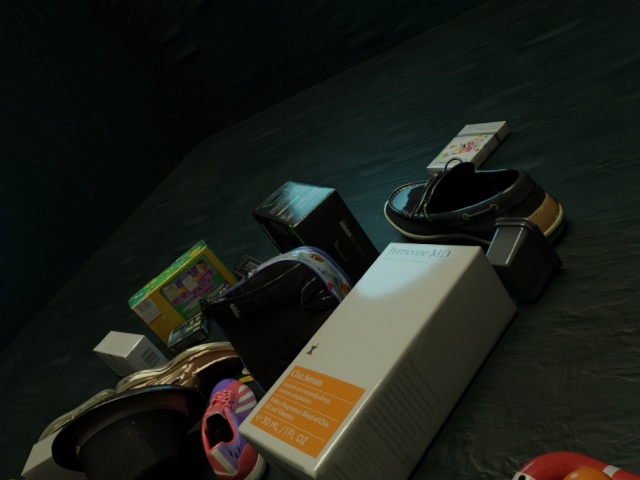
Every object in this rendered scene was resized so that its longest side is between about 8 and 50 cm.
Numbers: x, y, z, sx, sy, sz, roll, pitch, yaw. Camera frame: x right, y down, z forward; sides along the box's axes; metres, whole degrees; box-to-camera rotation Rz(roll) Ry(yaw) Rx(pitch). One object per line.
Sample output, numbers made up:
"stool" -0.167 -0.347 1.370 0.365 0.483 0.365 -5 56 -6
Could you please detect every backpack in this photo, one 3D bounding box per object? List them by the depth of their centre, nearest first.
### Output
"backpack" -0.052 0.147 1.239 0.263 0.276 0.213 -36 4 31

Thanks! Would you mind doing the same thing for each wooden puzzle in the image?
"wooden puzzle" -0.143 0.281 1.419 0.078 0.014 0.116 -16 31 39

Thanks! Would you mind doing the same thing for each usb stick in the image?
"usb stick" -0.181 0.095 1.766 0.077 0.045 0.278 -50 27 -12

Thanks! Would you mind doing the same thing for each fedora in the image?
"fedora" -0.360 0.426 1.218 0.334 0.334 0.153 -32 58 10

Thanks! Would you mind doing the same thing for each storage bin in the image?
"storage bin" 0.339 0.038 1.070 0.098 0.135 0.091 3 52 53

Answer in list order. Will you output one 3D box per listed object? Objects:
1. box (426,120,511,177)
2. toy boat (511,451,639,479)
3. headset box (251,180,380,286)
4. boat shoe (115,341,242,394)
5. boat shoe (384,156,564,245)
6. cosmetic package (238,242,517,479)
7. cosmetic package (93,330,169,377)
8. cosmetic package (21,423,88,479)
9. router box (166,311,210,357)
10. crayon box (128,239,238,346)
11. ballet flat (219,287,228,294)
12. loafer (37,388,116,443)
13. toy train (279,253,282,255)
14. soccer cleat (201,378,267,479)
"box" 0.386 -0.236 1.608 0.186 0.038 0.145 -47 26 -18
"toy boat" 0.295 0.292 0.642 0.151 0.151 0.231 -47 26 -23
"headset box" 0.000 0.000 1.450 0.131 0.246 0.283 -43 26 -15
"boat shoe" -0.323 0.342 1.458 0.324 0.123 0.116 -25 59 6
"boat shoe" 0.293 -0.090 1.330 0.187 0.156 0.500 -45 24 -14
"cosmetic package" 0.103 0.214 1.031 0.453 0.161 0.230 -48 27 -25
"cosmetic package" -0.537 0.328 1.742 0.231 0.117 0.085 -8 36 49
"cosmetic package" -0.565 0.501 1.458 0.238 0.127 0.107 -35 25 8
"router box" -0.368 0.262 1.725 0.122 0.038 0.092 -33 25 9
"crayon box" -0.396 0.153 1.803 0.278 0.165 0.081 -40 24 -9
"ballet flat" -0.201 0.182 1.616 0.086 0.086 0.248 -47 24 -21
"loafer" -0.630 0.489 1.602 0.251 0.094 0.087 -41 20 -9
"toy train" -0.095 0.022 1.806 0.017 0.024 0.083 -12 34 43
"soccer cleat" -0.185 0.353 1.220 0.108 0.116 0.318 -36 24 1
